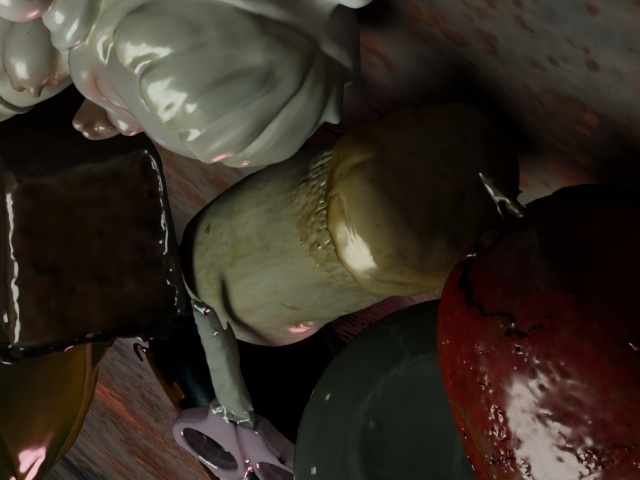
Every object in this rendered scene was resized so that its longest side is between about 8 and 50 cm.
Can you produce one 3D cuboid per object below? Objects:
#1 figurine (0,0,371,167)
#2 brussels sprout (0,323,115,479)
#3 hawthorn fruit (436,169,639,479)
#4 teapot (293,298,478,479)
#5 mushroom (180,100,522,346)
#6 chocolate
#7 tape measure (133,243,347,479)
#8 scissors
[{"bbox_3d":[-0.071,-0.102,0.844,0.257,0.144,0.182,20,149,42],"label":"figurine"},{"bbox_3d":[-0.351,0.071,1.387,0.342,0.425,0.361,-44,57,35],"label":"brussels sprout"},{"bbox_3d":[0.116,0.041,0.755,0.172,0.148,0.148,59,161,-4],"label":"hawthorn fruit"},{"bbox_3d":[0.090,0.140,1.019,0.183,0.183,0.251,37,174,20],"label":"teapot"},{"bbox_3d":[0.000,0.000,0.939,0.095,0.123,0.351,64,163,-2],"label":"mushroom"},{"bbox_3d":[-0.174,-0.067,1.029,0.321,0.112,0.112,-127,31,-48],"label":"chocolate"},{"bbox_3d":[-0.027,0.105,1.187,0.223,0.135,0.202,58,175,33],"label":"tape measure"},{"bbox_3d":[-0.047,0.088,0.991,0.110,0.021,0.212,20,149,20],"label":"scissors"}]
